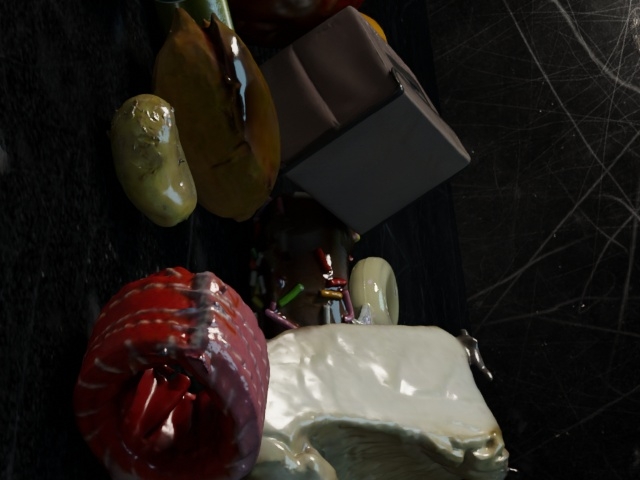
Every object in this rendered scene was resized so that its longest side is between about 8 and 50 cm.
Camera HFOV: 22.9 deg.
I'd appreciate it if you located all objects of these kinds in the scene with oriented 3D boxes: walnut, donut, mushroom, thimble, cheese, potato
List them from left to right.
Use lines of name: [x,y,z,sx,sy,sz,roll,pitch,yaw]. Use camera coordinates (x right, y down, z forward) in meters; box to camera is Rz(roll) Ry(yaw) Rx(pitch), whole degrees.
potato: [-0.168,-0.079,1.573,0.091,0.070,0.137,-74,155,-64]
thimble: [-0.129,0.131,1.403,0.125,0.163,0.189,-81,166,-55]
walnut: [-0.114,-0.134,1.700,0.137,0.137,0.245,-74,152,-61]
mushroom: [-0.007,0.258,1.821,0.397,0.313,0.224,6,43,-44]
donut: [0.000,0.118,2.054,0.259,0.136,0.345,-81,157,-61]
cheese: [0.081,0.111,2.566,0.227,0.064,0.137,-61,140,-67]

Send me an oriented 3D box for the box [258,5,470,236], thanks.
box: [0.042,-0.143,1.936,0.252,0.188,0.153,31,28,-60]

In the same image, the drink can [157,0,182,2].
drink can: [-0.177,-0.325,1.586,0.205,0.118,0.118,49,35,-65]

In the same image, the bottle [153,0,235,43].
bottle: [-0.131,-0.209,1.790,0.082,0.082,0.286,-72,151,-63]

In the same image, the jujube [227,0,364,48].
jujube: [-0.043,-0.424,1.926,0.276,0.277,0.376,38,44,-72]

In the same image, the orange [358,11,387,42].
orange: [0.025,-0.276,2.400,0.136,0.159,0.159,39,-18,39]
